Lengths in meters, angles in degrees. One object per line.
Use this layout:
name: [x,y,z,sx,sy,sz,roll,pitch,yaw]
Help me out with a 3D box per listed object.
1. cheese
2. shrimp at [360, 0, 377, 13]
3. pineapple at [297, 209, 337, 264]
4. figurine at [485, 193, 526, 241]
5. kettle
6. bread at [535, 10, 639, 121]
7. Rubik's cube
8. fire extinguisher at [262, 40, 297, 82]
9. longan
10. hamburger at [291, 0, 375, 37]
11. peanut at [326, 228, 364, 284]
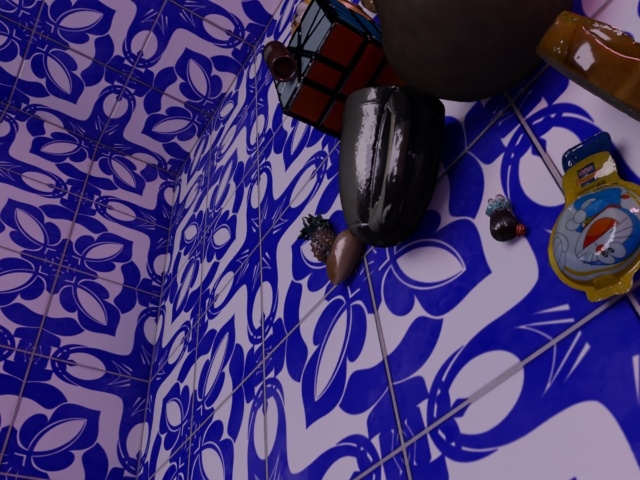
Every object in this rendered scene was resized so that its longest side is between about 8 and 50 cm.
cheese: [0.408,-0.038,0.869,0.177,0.069,0.270,-34,42,49]
shrimp: [0.185,-0.805,1.894,0.145,0.061,0.267,-53,25,9]
pineapple: [0.001,0.000,1.588,0.103,0.083,0.221,-58,25,17]
figurine: [0.330,-0.041,1.053,0.060,0.047,0.106,-14,40,15]
kettle: [0.148,-0.149,1.241,0.321,0.229,0.324,108,170,-79]
bread: [0.416,-0.239,0.833,0.070,0.236,0.236,-56,29,22]
Rubik's cube: [0.060,-0.463,1.610,0.293,0.284,0.288,-53,29,27]
fire extinguisher: [-0.116,-0.478,1.576,0.231,0.071,0.099,-114,22,-58]
longan: [0.271,-0.463,1.102,0.404,0.404,0.336,-46,3,36]
hamburger: [0.023,-0.620,1.832,0.236,0.276,0.276,-64,26,5]
peanut: [0.060,0.040,1.463,0.076,0.076,0.152,15,81,64]
